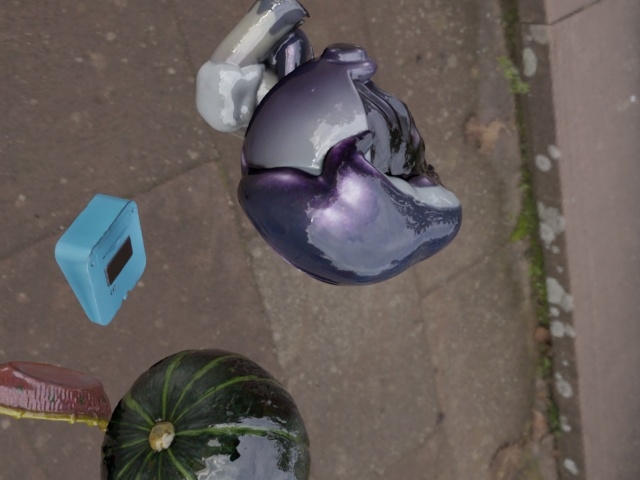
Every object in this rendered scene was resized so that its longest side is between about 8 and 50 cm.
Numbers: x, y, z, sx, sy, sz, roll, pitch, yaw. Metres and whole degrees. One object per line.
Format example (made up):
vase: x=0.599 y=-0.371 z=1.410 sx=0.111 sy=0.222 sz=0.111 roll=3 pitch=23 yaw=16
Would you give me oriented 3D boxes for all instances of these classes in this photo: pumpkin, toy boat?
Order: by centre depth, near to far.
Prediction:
pumpkin: x=-0.168 y=0.316 z=1.230 sx=0.241 sy=0.323 sz=0.323 roll=35 pitch=81 yaw=-46
toy boat: x=-0.442 y=0.251 z=1.341 sx=0.318 sy=0.141 sz=0.099 roll=26 pitch=95 yaw=-44

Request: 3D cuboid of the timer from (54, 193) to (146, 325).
timer: x=-0.509 y=0.047 z=1.994 sx=0.232 sy=0.091 sz=0.250 roll=-64 pitch=159 yaw=-44

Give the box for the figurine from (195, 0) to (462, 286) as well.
figurine: x=-0.004 y=-0.063 z=0.566 sx=0.145 sy=0.222 sz=0.145 roll=-27 pitch=145 yaw=-21
